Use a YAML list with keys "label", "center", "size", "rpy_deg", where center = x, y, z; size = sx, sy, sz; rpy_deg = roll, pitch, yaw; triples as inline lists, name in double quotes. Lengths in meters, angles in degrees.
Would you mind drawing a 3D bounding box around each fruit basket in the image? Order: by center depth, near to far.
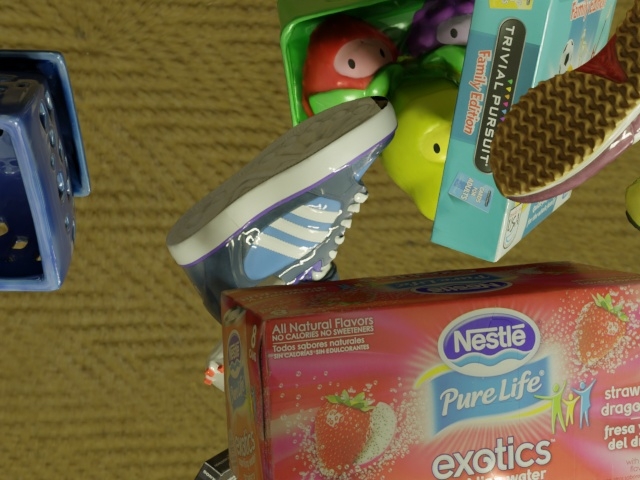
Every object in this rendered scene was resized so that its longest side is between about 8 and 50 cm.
- label: "fruit basket"
  center: [0.137, -0.208, 1.343]
  size: [0.391, 0.392, 0.283]
  rpy_deg: [-16, 130, -10]

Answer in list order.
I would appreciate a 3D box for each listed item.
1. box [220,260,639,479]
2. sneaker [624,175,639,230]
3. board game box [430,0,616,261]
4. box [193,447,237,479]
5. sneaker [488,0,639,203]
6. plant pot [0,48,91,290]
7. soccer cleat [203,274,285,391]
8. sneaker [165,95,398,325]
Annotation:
- label: "box"
  center: [0.076, 0.085, 0.589]
  size: [0.256, 0.128, 0.123]
  rpy_deg: [-4, 95, -16]
- label: "sneaker"
  center: [0.188, -0.089, 0.386]
  size: [0.094, 0.081, 0.208]
  rpy_deg: [43, 121, 9]
- label: "board game box"
  center: [0.227, -0.176, 1.014]
  size: [0.079, 0.253, 0.336]
  rpy_deg: [20, 117, 25]
- label: "box"
  center: [-0.135, 0.309, 1.118]
  size: [0.029, 0.116, 0.162]
  rpy_deg: [36, 105, 15]
- label: "sneaker"
  center: [0.185, -0.081, 0.570]
  size: [0.083, 0.070, 0.185]
  rpy_deg: [13, 136, -42]
- label: "plant pot"
  center: [-0.400, -0.096, 1.121]
  size: [0.235, 0.212, 0.236]
  rpy_deg: [2, 128, 5]
- label: "soccer cleat"
  center: [-0.075, 0.109, 1.034]
  size: [0.068, 0.196, 0.076]
  rpy_deg: [30, 54, 1]
- label: "sneaker"
  center: [0.000, 0.000, 1.172]
  size: [0.322, 0.130, 0.236]
  rpy_deg: [-34, 115, 6]
